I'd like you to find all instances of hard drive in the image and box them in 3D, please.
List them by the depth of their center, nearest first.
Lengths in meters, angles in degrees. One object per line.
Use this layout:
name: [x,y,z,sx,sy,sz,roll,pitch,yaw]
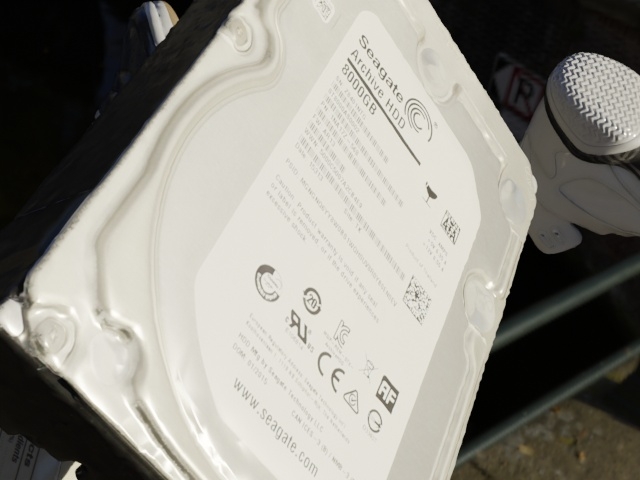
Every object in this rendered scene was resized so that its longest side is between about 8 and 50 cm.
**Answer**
hard drive: [0.000,0.000,0.492,0.064,0.237,0.339,-16,32,37]

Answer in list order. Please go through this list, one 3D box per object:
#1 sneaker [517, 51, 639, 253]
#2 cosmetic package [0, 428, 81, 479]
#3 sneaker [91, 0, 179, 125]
sneaker: [0.378,-0.041,1.183,0.366,0.210,0.137,41,56,4]
cosmetic package: [-0.266,0.119,0.675,0.310,0.160,0.113,14,-3,23]
sneaker: [-0.177,-0.045,0.797,0.153,0.282,0.099,-4,14,-16]
